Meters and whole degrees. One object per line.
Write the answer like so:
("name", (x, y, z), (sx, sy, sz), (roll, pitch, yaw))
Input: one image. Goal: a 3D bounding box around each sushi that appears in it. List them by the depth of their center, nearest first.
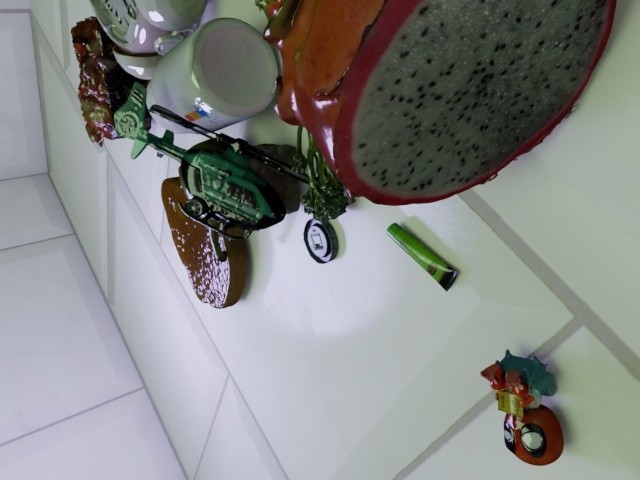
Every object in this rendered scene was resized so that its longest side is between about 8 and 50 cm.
("sushi", (-0.570, -0.423, 1.431), (0.196, 0.182, 0.342), (37, 130, 51))

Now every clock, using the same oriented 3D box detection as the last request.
("clock", (0.000, 0.000, 0.933), (0.085, 0.017, 0.085), (28, 127, 46))
("clock", (-0.380, -0.541, 1.106), (0.342, 0.184, 0.325), (-28, 85, 62))

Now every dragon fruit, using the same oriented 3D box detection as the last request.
("dragon fruit", (0.085, -0.201, 0.492), (0.225, 0.306, 0.305), (58, 145, 34))

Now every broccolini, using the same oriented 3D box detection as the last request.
("broccolini", (-0.044, -0.215, 0.850), (0.079, 0.074, 0.391), (136, 116, -72))

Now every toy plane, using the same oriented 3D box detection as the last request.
("toy plane", (-0.189, -0.119, 0.892), (0.382, 0.106, 0.155), (28, 102, 6))

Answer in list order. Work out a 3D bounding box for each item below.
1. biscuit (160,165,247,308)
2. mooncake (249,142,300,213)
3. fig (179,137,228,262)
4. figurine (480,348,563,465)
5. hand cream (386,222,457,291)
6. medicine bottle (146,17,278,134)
("biscuit", (-0.291, -0.021, 1.301), (0.381, 0.074, 0.358), (55, 141, 28))
("mooncake", (-0.092, -0.112, 0.968), (0.125, 0.073, 0.129), (12, 116, 51))
("fig", (-0.222, -0.077, 1.070), (0.151, 0.152, 0.259), (41, 122, 39))
("figurine", (0.243, 0.201, 0.622), (0.068, 0.075, 0.140), (-3, 112, 55))
("hand cream", (0.140, 0.019, 0.734), (0.122, 0.023, 0.036), (45, 134, 30))
("medicine bottle", (-0.216, -0.286, 0.980), (0.293, 0.170, 0.169), (0, 104, 55))
